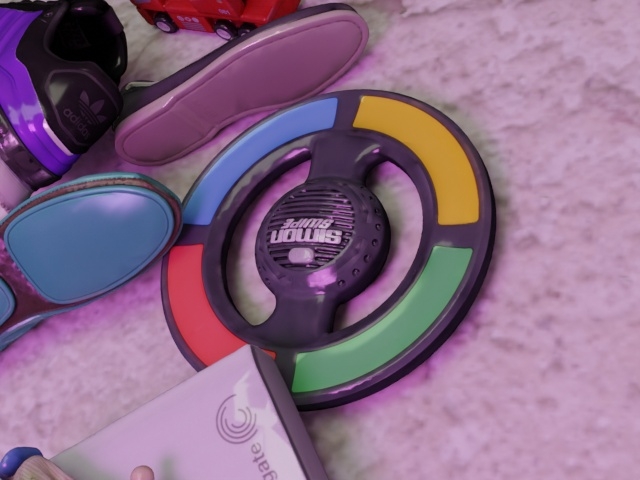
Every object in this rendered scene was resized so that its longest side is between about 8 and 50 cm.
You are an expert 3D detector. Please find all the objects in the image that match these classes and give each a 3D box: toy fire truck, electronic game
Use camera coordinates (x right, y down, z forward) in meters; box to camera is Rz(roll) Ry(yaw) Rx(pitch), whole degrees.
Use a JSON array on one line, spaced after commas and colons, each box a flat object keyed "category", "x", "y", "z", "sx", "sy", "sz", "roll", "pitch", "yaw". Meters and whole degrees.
[{"category": "toy fire truck", "x": -0.082, "y": -0.204, "z": 0.835, "sx": 0.192, "sy": 0.135, "sz": 0.047, "roll": 14, "pitch": 69, "yaw": 32}, {"category": "electronic game", "x": 0.000, "y": 0.000, "z": 0.728, "sx": 0.229, "sy": 0.048, "sz": 0.229, "roll": -12, "pitch": 57, "yaw": 19}]

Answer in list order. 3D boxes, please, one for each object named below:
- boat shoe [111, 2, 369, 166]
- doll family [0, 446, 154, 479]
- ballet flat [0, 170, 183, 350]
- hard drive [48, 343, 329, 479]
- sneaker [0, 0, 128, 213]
[{"category": "boat shoe", "x": -0.064, "y": -0.126, "z": 0.819, "sx": 0.206, "sy": 0.075, "sz": 0.065, "roll": -26, "pitch": 53, "yaw": 17}, {"category": "doll family", "x": -0.163, "y": 0.224, "z": 0.551, "sx": 0.163, "sy": 0.118, "sz": 0.263, "roll": 25, "pitch": 80, "yaw": 27}, {"category": "ballet flat", "x": -0.201, "y": 0.017, "z": 0.792, "sx": 0.247, "sy": 0.083, "sz": 0.087, "roll": -30, "pitch": 14, "yaw": 12}, {"category": "hard drive", "x": -0.139, "y": 0.243, "z": 0.630, "sx": 0.353, "sy": 0.047, "sz": 0.233, "roll": -30, "pitch": 62, "yaw": 7}, {"category": "sneaker", "x": -0.218, "y": -0.135, "z": 0.868, "sx": 0.146, "sy": 0.102, "sz": 0.293, "roll": -37, "pitch": 40, "yaw": -1}]
